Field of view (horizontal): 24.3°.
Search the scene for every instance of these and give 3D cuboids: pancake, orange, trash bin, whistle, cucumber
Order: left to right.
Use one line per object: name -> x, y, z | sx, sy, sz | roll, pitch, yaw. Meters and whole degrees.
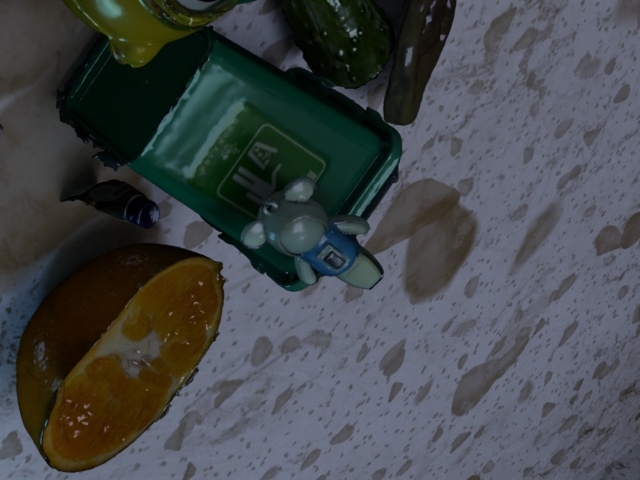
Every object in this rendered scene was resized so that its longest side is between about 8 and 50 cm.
orange -> -0.269, 0.155, 1.963 | 0.274, 0.274, 0.310 | 35, 58, -58
trash bin -> -0.118, -0.141, 1.866 | 0.259, 0.295, 0.381 | -54, 137, 3
whistle -> 0.000, 0.000, 1.804 | 0.114, 0.077, 0.235 | -46, 138, 9
cucumber -> 0.003, -0.317, 1.966 | 0.134, 0.134, 0.244 | -48, 143, -7
pancake -> 0.146, -0.291, 2.139 | 0.294, 0.049, 0.294 | 18, 90, -82

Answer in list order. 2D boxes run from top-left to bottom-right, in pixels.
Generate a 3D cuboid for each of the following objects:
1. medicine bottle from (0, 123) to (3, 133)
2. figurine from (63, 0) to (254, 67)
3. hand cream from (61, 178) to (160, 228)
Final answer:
medicine bottle -> -0.464, -0.053, 1.599 | 0.254, 0.152, 0.152 | -53, 148, 3
figurine -> -0.160, -0.361, 1.601 | 0.340, 0.231, 0.323 | -52, 128, -22
hand cream -> -0.260, -0.050, 1.860 | 0.062, 0.163, 0.039 | -33, 123, -31
